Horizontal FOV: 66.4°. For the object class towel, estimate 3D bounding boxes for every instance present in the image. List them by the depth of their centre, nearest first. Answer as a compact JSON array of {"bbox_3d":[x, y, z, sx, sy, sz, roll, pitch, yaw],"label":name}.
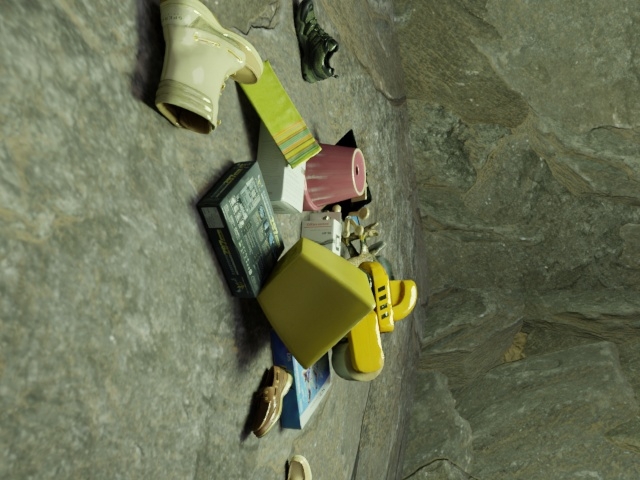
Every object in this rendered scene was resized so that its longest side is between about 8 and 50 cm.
[{"bbox_3d":[-0.091,-0.284,1.109,0.102,0.021,0.237,-43,108,-35],"label":"towel"}]

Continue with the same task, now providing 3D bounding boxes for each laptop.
[{"bbox_3d":[0.111,-0.186,1.560,0.136,0.264,0.235,-7,75,-30],"label":"laptop"}]

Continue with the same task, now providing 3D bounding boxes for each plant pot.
[{"bbox_3d":[-0.025,0.117,1.106,0.187,0.212,0.212,45,10,-11],"label":"plant pot"},{"bbox_3d":[0.023,-0.183,1.355,0.201,0.180,0.202,0,90,-69],"label":"plant pot"}]

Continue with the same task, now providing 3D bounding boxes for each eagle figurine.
[{"bbox_3d":[0.130,0.114,1.624,0.226,0.224,0.299,88,-8,-80],"label":"eagle figurine"}]

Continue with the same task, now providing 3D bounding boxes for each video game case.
[{"bbox_3d":[-0.044,0.322,1.323,0.244,0.061,0.270,-34,120,-67],"label":"video game case"}]

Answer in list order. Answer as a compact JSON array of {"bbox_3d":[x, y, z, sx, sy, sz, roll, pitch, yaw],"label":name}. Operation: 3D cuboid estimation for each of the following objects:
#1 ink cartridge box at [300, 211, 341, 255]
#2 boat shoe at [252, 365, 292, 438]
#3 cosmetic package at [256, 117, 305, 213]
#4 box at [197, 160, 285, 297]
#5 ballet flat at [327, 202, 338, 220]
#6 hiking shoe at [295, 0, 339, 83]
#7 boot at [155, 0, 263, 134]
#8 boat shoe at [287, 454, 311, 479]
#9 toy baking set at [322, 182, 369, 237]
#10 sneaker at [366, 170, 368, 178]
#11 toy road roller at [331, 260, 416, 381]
[{"bbox_3d":[0.000,0.000,1.393,0.060,0.104,0.180,28,63,-64],"label":"ink cartridge box"},{"bbox_3d":[-0.122,0.367,1.126,0.060,0.064,0.178,46,36,-17],"label":"boat shoe"},{"bbox_3d":[-0.093,-0.189,1.182,0.117,0.085,0.231,31,62,-65],"label":"cosmetic package"},{"bbox_3d":[-0.158,-0.025,1.034,0.183,0.059,0.233,-63,146,-50],"label":"box"},{"bbox_3d":[0.056,-0.094,1.621,0.173,0.049,0.058,-57,142,-56],"label":"ballet flat"},{"bbox_3d":[-0.001,-0.574,1.401,0.086,0.114,0.227,-49,134,-61],"label":"hiking shoe"},{"bbox_3d":[-0.196,-0.287,0.893,0.262,0.095,0.204,20,70,-66],"label":"boot"},{"bbox_3d":[-0.059,0.645,1.262,0.059,0.062,0.170,-17,105,-75],"label":"boat shoe"},{"bbox_3d":[0.050,-0.071,1.444,0.030,0.256,0.197,16,50,-38],"label":"toy baking set"},{"bbox_3d":[0.146,-0.254,1.833,0.170,0.074,0.063,-63,146,-52],"label":"sneaker"},{"bbox_3d":[0.151,0.222,1.391,0.202,0.240,0.330,136,-49,-70],"label":"toy road roller"}]
